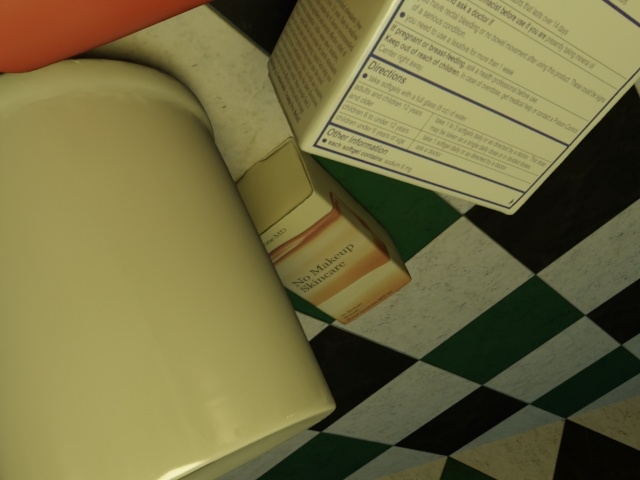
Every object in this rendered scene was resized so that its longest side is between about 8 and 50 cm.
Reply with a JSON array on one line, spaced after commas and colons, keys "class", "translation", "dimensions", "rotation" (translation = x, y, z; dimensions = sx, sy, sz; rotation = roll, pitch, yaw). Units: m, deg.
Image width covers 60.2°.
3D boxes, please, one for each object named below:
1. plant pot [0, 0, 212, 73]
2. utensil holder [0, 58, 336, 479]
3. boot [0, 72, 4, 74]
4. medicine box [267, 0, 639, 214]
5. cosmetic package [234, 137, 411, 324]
[{"class": "plant pot", "translation": [-0.196, -0.269, 0.408], "dimensions": [0.243, 0.274, 0.275], "rotation": [-25, 140, 16]}, {"class": "utensil holder", "translation": [-0.202, 0.069, 0.581], "dimensions": [0.328, 0.385, 0.327], "rotation": [-25, 162, -9]}, {"class": "boot", "translation": [-0.440, -0.120, 0.560], "dimensions": [0.207, 0.090, 0.248], "rotation": [9, 133, -34]}, {"class": "medicine box", "translation": [0.140, -0.194, 0.480], "dimensions": [0.264, 0.149, 0.289], "rotation": [12, 127, -32]}, {"class": "cosmetic package", "translation": [0.000, 0.000, 0.862], "dimensions": [0.153, 0.129, 0.296], "rotation": [-37, 137, 16]}]
